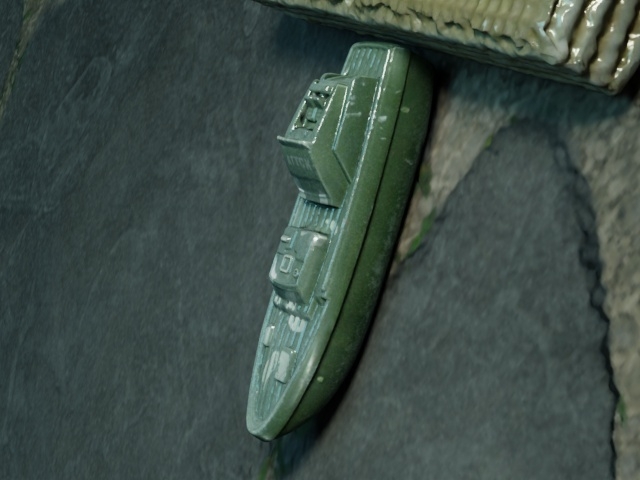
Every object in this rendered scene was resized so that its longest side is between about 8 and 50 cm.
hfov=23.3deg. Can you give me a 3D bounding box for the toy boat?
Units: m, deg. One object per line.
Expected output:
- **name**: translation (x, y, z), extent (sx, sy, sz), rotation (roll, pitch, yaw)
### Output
- **toy boat**: translation (0.000, 0.000, 0.967), extent (0.078, 0.085, 0.260), rotation (17, 90, 61)

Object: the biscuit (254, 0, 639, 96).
- **biscuit**: translation (0.070, -0.189, 0.956), extent (0.426, 0.078, 0.144), rotation (26, 97, 61)
